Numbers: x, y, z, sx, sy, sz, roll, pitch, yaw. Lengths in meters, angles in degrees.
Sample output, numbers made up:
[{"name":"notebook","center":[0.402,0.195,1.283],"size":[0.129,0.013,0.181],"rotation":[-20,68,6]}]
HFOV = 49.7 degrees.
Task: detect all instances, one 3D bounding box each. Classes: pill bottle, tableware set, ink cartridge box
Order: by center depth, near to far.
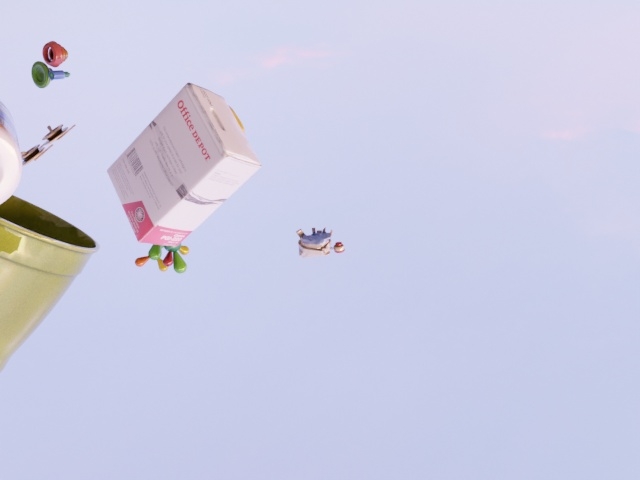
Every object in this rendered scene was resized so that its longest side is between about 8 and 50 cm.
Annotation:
[{"name":"ink cartridge box","center":[-0.221,-0.117,1.103],"size":[0.092,0.218,0.158],"rotation":[9,-135,-55]},{"name":"pill bottle","center":[-0.577,-0.164,1.129],"size":[0.152,0.152,0.272],"rotation":[-16,-149,-20]},{"name":"tableware set","center":[-0.802,-0.281,1.981],"size":[0.128,0.039,0.194],"rotation":[-14,-147,37]}]

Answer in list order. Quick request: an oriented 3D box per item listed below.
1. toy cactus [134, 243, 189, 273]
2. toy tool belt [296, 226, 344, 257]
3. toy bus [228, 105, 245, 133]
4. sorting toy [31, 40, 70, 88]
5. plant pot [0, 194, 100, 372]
[{"name":"toy cactus","center":[-0.345,-0.036,1.450],"size":[0.112,0.180,0.219],"rotation":[-13,-113,-24]},{"name":"toy tool belt","center":[0.000,0.000,1.221],"size":[0.083,0.051,0.052],"rotation":[-6,-160,-2]},{"name":"toy bus","center":[-0.289,-0.258,1.731],"size":[0.191,0.104,0.202],"rotation":[13,-105,-30]},{"name":"sorting toy","center":[-0.508,-0.332,1.319],"size":[0.061,0.102,0.042],"rotation":[52,-146,11]},{"name":"plant pot","center":[-0.735,0.090,1.508],"size":[0.366,0.353,0.366],"rotation":[28,-179,0]}]
